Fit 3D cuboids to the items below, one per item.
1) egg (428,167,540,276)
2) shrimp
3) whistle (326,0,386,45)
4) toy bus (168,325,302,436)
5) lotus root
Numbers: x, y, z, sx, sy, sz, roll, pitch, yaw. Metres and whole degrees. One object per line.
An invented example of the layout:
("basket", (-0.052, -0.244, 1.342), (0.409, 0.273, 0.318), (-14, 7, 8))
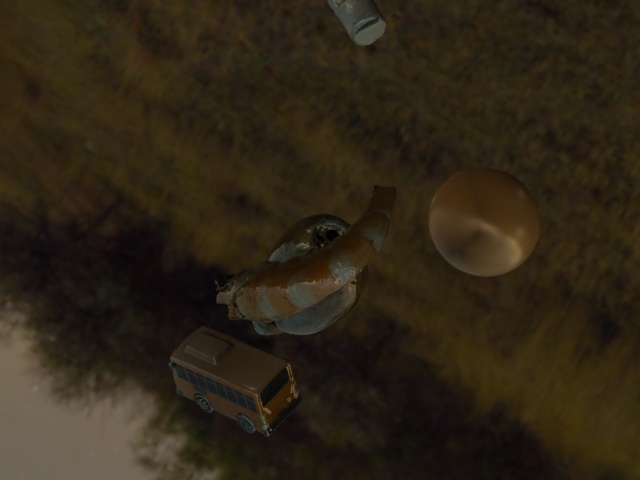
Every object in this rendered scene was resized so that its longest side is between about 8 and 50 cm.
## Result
("egg", (0.305, -0.031, 2.277), (0.201, 0.201, 0.244), (32, -172, -13))
("shrimp", (0.001, 0.016, 1.628), (0.068, 0.287, 0.185), (53, 169, -24))
("whistle", (0.003, -0.431, 1.839), (0.133, 0.142, 0.346), (105, 143, -55))
("toy bus", (-0.127, 0.195, 1.763), (0.182, 0.091, 0.103), (19, 138, 35))
("lotus root", (-0.017, 0.069, 1.967), (0.158, 0.140, 0.322), (58, 151, 13))
